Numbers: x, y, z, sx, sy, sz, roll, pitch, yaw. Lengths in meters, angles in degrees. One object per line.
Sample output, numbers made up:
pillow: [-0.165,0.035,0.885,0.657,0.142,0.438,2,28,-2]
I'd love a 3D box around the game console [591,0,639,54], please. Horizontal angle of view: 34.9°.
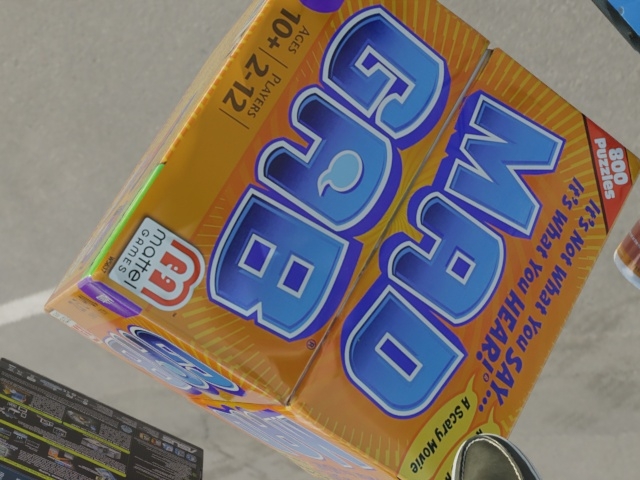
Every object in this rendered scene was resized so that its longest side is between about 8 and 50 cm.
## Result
game console: [0.400,-0.208,0.967,0.293,0.173,0.250,56,156,21]

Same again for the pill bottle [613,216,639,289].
pill bottle: [0.467,-0.029,1.241,0.121,0.121,0.216,29,114,-2]

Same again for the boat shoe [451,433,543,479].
boat shoe: [0.090,0.143,0.479,0.049,0.142,0.040,-21,129,9]

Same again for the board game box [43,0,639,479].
board game box: [0.000,0.000,0.970,0.356,0.356,0.356,34,163,-13]

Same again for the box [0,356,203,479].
box: [-0.260,0.249,1.113,0.270,0.216,0.060,28,104,-14]
